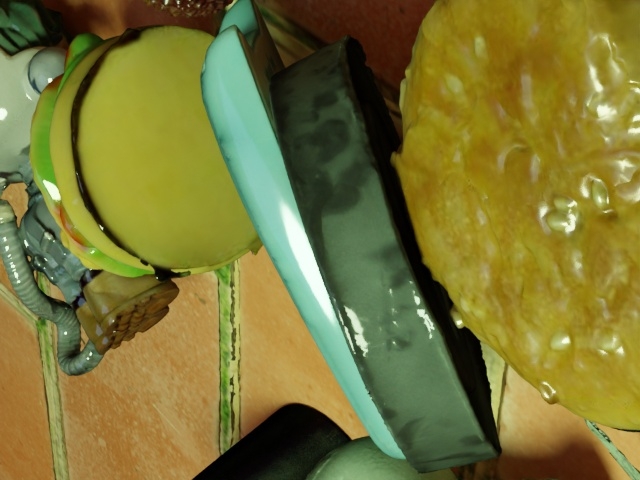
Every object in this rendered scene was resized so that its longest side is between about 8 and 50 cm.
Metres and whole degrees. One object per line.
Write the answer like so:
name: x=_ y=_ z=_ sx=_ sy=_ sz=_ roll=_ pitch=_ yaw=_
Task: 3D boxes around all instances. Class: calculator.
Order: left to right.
calculator: x=0.000 y=0.000 z=1.412 sx=0.256 sy=0.054 sz=0.386 roll=-86 pitch=-30 yaw=-75

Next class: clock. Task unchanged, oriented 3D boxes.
clock: x=0.050 y=0.012 z=1.287 sx=0.325 sy=0.067 sz=0.325 roll=-20 pitch=-90 yaw=-83

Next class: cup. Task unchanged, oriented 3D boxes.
cup: x=-0.030 y=0.283 z=1.708 sx=0.239 sy=0.177 sz=0.166 roll=21 pitch=132 yaw=45

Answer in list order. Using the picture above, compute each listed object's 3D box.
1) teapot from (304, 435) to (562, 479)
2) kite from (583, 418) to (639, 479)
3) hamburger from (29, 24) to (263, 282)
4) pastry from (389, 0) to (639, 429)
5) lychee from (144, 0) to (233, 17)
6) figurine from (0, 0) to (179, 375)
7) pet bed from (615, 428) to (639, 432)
teapot: x=0.099 y=0.248 z=1.449 sx=0.251 sy=0.183 sz=0.183 roll=-8 pitch=110 yaw=51
kite: x=0.284 y=0.223 z=1.336 sx=0.250 sy=0.012 sz=0.229 roll=47 pitch=160 yaw=-3
hamburger: x=-0.147 y=-0.077 z=1.532 sx=0.149 sy=0.237 sz=0.237 roll=-5 pitch=113 yaw=59
pastry: x=0.191 y=-0.049 z=1.101 sx=0.284 sy=0.184 sz=0.316 roll=-24 pitch=88 yaw=51
lychee: x=-0.107 y=-0.235 z=1.421 sx=0.129 sy=0.123 sz=0.123 roll=-15 pitch=104 yaw=53
figurine: x=-0.257 y=-0.087 z=1.709 sx=0.382 sy=0.186 sz=0.261 roll=56 pitch=143 yaw=12
pet bed: x=0.204 y=0.053 z=1.299 sx=0.201 sy=0.053 sz=0.201 roll=35 pitch=142 yaw=34
